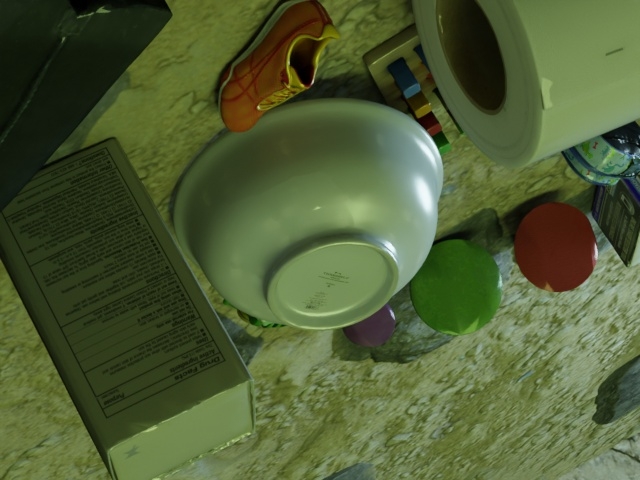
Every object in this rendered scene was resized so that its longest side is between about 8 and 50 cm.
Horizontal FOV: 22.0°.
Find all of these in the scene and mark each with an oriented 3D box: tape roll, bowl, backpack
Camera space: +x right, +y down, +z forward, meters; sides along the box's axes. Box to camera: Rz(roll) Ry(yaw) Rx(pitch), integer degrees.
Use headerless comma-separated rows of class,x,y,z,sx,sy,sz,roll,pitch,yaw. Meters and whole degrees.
tape roll,0.213,-0.209,1.552,0.169,0.246,0.246,-22,154,-16
bowl,0.000,0.000,1.735,0.298,0.134,0.298,-9,139,-8
backpack,0.343,-0.120,2.021,0.114,0.105,0.084,6,136,-48

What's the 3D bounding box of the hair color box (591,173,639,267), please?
hair color box,0.550,-0.110,2.264,0.339,0.110,0.185,-28,156,-10

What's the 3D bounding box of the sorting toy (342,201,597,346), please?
sorting toy,0.189,0.054,2.223,0.365,0.127,0.126,-21,-177,-12

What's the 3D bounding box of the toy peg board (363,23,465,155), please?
toy peg board,0.148,-0.173,1.742,0.161,0.079,0.160,-32,155,2

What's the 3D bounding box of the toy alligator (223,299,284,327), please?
toy alligator,-0.040,0.083,2.042,0.189,0.051,0.056,-1,143,-46

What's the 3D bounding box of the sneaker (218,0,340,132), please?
sneaker,-0.045,-0.157,1.577,0.064,0.067,0.175,-10,150,-40

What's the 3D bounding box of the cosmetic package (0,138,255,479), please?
cosmetic package,-0.192,0.071,1.566,0.153,0.296,0.129,-24,153,-13

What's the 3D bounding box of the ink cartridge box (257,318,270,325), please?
ink cartridge box,-0.014,-0.021,1.879,0.171,0.056,0.235,-24,140,-14

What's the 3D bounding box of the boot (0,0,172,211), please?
boot,-0.367,-0.072,1.285,0.445,0.146,0.367,-44,160,32
